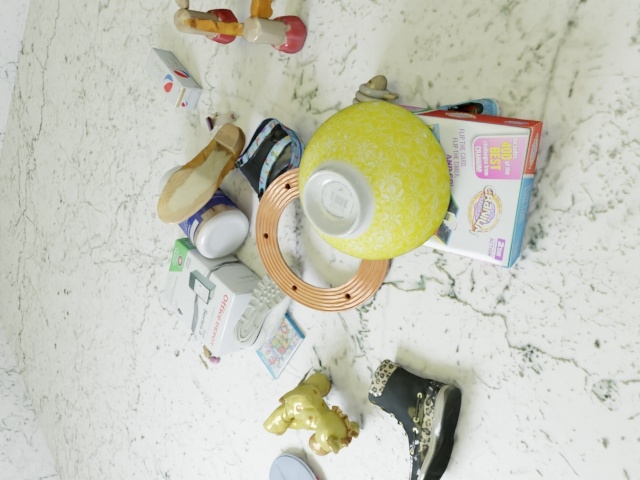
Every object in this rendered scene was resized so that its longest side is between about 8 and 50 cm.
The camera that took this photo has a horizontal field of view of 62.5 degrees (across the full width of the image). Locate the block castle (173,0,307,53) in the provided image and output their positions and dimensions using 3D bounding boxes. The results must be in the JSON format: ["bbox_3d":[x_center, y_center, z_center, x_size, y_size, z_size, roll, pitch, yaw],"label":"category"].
[{"bbox_3d":[-0.164,-0.676,1.198,0.302,0.212,0.454,18,113,28],"label":"block castle"}]

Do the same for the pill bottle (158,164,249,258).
[{"bbox_3d":[-0.325,-0.085,1.439,0.264,0.153,0.153,44,122,31],"label":"pill bottle"}]

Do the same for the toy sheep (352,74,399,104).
[{"bbox_3d":[0.105,-0.269,1.067,0.091,0.091,0.132,35,122,35],"label":"toy sheep"}]

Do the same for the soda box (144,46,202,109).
[{"bbox_3d":[-0.437,-0.480,1.562,0.216,0.069,0.074,50,125,27],"label":"soda box"}]

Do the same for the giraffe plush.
[{"bbox_3d":[-0.001,0.402,1.184,0.170,0.181,0.210,43,139,18],"label":"giraffe plush"}]

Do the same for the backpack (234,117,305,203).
[{"bbox_3d":[-0.101,-0.195,1.243,0.158,0.116,0.173,53,127,26],"label":"backpack"}]

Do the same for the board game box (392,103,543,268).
[{"bbox_3d":[0.204,-0.106,0.935,0.316,0.064,0.242,17,119,31],"label":"board game box"}]

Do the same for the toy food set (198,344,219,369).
[{"bbox_3d":[-0.313,0.324,1.563,0.122,0.019,0.078,-51,61,25],"label":"toy food set"}]

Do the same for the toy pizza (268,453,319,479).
[{"bbox_3d":[-0.057,0.643,1.345,0.201,0.032,0.201,7,100,43],"label":"toy pizza"}]

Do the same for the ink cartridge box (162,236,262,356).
[{"bbox_3d":[-0.296,0.146,1.455,0.289,0.121,0.211,35,117,35],"label":"ink cartridge box"}]

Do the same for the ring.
[{"bbox_3d":[0.000,0.000,1.173,0.336,0.032,0.337,9,109,27],"label":"ring"}]

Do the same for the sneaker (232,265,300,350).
[{"bbox_3d":[-0.122,0.168,1.309,0.090,0.095,0.235,36,90,38],"label":"sneaker"}]

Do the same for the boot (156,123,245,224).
[{"bbox_3d":[-0.282,-0.158,1.320,0.104,0.211,0.295,37,87,-3],"label":"boot"}]

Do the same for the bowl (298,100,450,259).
[{"bbox_3d":[0.060,-0.082,0.909,0.289,0.156,0.290,16,119,31],"label":"bowl"}]

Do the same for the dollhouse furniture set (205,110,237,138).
[{"bbox_3d":[-0.252,-0.297,1.448,0.081,0.091,0.114,-15,110,4],"label":"dollhouse furniture set"}]

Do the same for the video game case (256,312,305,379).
[{"bbox_3d":[-0.112,0.263,1.369,0.119,0.015,0.166,49,124,28],"label":"video game case"}]

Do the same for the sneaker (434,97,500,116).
[{"bbox_3d":[0.236,-0.224,0.954,0.162,0.073,0.064,-11,87,43],"label":"sneaker"}]

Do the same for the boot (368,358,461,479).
[{"bbox_3d":[0.176,0.373,1.066,0.178,0.085,0.237,20,101,42],"label":"boot"}]
